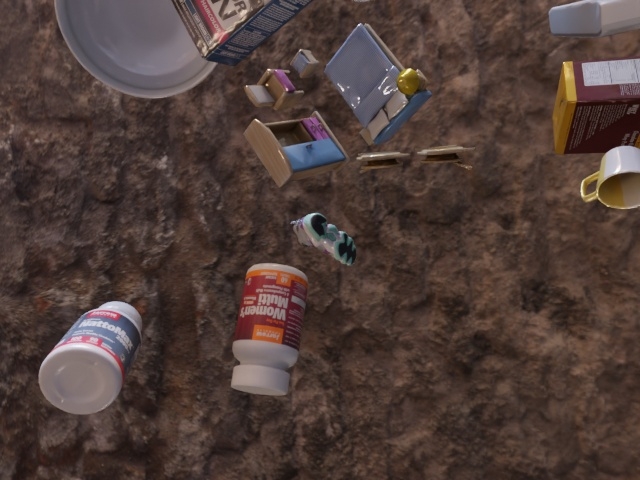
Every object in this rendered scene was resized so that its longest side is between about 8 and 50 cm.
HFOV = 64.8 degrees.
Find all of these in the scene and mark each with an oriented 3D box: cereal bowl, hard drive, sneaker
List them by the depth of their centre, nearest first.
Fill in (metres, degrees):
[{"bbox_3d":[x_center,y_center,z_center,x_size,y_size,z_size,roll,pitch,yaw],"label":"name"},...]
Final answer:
[{"bbox_3d":[0.527,-0.337,0.680,0.233,0.353,0.047,-69,-32,-66],"label":"hard drive"},{"bbox_3d":[0.000,0.000,0.688,0.098,0.069,0.038,45,-120,-26],"label":"sneaker"},{"bbox_3d":[-0.361,-0.478,1.059,0.339,0.141,0.338,-5,-67,-12],"label":"cereal bowl"}]

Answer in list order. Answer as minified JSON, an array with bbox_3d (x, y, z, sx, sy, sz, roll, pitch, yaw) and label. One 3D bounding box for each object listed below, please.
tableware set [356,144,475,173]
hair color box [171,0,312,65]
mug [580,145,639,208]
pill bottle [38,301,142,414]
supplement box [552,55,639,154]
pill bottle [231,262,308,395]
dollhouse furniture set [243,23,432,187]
[{"bbox_3d":[0.161,-0.139,0.889,0.194,0.128,0.039,-5,-77,3],"label":"tableware set"},{"bbox_3d":[-0.089,-0.468,0.838,0.173,0.347,0.105,61,-154,2],"label":"hair color box"},{"bbox_3d":[0.365,-0.083,0.622,0.062,0.078,0.064,65,-145,-43],"label":"mug"},{"bbox_3d":[-0.332,0.164,0.759,0.108,0.180,0.107,-2,-72,-5],"label":"pill bottle"},{"bbox_3d":[0.675,-0.316,1.204,0.191,0.194,0.129,63,-148,-57],"label":"supplement box"},{"bbox_3d":[-0.094,0.163,0.926,0.121,0.121,0.221,22,-118,-29],"label":"pill bottle"},{"bbox_3d":[0.004,-0.297,0.971,0.198,0.303,0.286,-23,-104,-49],"label":"dollhouse furniture set"}]
